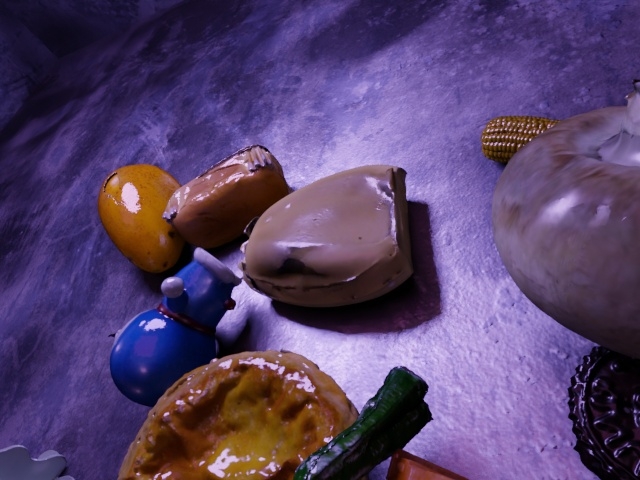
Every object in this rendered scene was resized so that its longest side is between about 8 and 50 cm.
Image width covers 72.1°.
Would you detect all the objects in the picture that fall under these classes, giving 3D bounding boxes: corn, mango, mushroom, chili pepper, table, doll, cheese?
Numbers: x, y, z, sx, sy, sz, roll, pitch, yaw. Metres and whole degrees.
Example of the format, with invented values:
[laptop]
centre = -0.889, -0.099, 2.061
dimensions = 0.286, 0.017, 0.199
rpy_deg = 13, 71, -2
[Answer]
[corn]
centre = 0.361, -0.148, 0.668
dimensions = 0.231, 0.080, 0.080
rpy_deg = 14, 64, 36
[mango]
centre = -0.379, -0.054, 0.952
dimensions = 0.160, 0.191, 0.290
rpy_deg = -35, 51, 12
[mushroom]
centre = 0.348, -0.032, 0.433
dimensions = 0.353, 0.260, 0.352
rpy_deg = -5, 26, 3
[chili pepper]
centre = 0.037, 0.211, 0.439
dimensions = 0.059, 0.088, 0.227
rpy_deg = -2, 10, 39
[table]
centre = -0.518, 0.389, 0.672
dimensions = 0.167, 0.198, 0.166
rpy_deg = -15, 50, 19
[doll]
centre = -0.230, 0.135, 0.707
dimensions = 0.161, 0.215, 0.256
rpy_deg = 23, 75, 19
[cheese]
centre = 0.000, 0.000, 0.735
dimensions = 0.316, 0.128, 0.259
rpy_deg = -13, 40, 18

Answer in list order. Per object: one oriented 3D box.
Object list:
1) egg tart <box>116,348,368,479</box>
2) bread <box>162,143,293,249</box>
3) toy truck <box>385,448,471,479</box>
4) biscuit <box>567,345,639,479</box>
[egg tart]
centre = -0.095, 0.298, 0.542
dimensions = 0.342, 0.132, 0.341
rpy_deg = -14, 49, 16
[bread]
centre = -0.180, -0.079, 0.885
dimensions = 0.241, 0.136, 0.106
rpy_deg = -28, 49, 9
[toy truck]
centre = 0.081, 0.371, 0.297
dimensions = 0.174, 0.207, 0.387
rpy_deg = 24, 67, 2
[biscuit]
centre = 0.352, 0.181, 0.434
dimensions = 0.195, 0.053, 0.194
rpy_deg = -15, 49, 19
